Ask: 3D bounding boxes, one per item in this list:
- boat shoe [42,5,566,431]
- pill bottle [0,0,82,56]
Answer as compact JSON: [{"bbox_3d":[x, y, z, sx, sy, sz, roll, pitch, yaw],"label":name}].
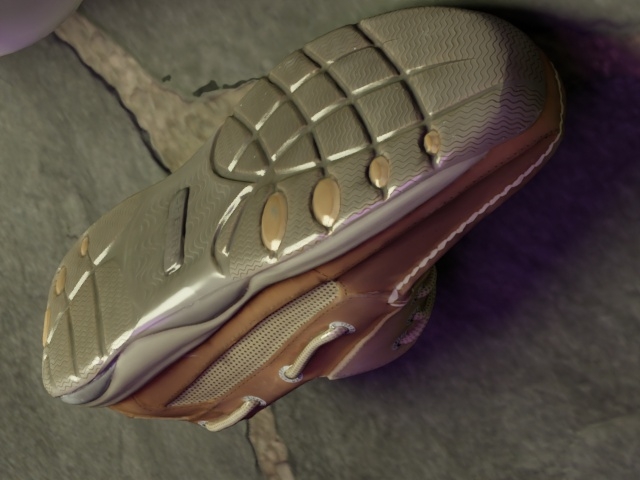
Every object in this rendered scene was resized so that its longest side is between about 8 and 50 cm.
[{"bbox_3d":[0.000,0.000,0.914,0.116,0.123,0.324,28,142,-30],"label":"boat shoe"},{"bbox_3d":[-0.243,-0.144,0.968,0.278,0.162,0.162,-11,113,48],"label":"pill bottle"}]
